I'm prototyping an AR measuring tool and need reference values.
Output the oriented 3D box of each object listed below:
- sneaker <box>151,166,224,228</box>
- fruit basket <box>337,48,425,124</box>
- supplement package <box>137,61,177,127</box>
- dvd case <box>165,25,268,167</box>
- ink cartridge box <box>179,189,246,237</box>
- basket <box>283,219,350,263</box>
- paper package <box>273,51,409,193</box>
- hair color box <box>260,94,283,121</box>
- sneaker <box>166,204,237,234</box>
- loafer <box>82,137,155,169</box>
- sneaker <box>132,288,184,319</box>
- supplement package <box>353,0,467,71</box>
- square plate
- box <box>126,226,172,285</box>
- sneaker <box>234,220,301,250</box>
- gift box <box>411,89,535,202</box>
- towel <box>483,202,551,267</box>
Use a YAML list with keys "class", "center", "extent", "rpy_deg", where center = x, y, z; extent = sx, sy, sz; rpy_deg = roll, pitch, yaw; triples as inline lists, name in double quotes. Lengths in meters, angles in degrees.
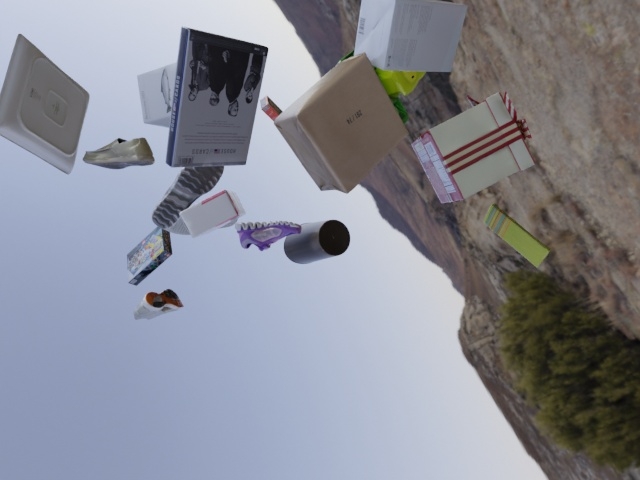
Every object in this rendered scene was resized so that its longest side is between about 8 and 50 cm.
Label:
- class: "sneaker"
  center: [-0.419, -0.166, 1.396]
  extent: [0.105, 0.281, 0.115]
  rpy_deg: [47, 178, -24]
- class: "fruit basket"
  center: [0.247, -0.609, 1.789]
  extent: [0.392, 0.392, 0.283]
  rpy_deg: [54, -135, -17]
- class: "supplement package"
  center: [-0.271, -0.303, 0.932]
  extent: [0.105, 0.180, 0.104]
  rpy_deg: [-14, -83, -65]
- class: "dvd case"
  center: [-0.192, -0.255, 0.842]
  extent: [0.030, 0.238, 0.179]
  rpy_deg: [32, -152, 32]
- class: "ink cartridge box"
  center: [-0.334, -0.086, 1.423]
  extent: [0.092, 0.159, 0.218]
  rpy_deg: [63, 179, -7]
- class: "basket"
  center: [0.000, 0.000, 1.639]
  extent: [0.227, 0.205, 0.154]
  rpy_deg: [-12, 100, 62]
- class: "paper package"
  center: [0.073, -0.361, 1.431]
  extent: [0.309, 0.325, 0.168]
  rpy_deg: [53, 161, -26]
- class: "hair color box"
  center: [-0.205, -0.569, 1.996]
  extent: [0.141, 0.043, 0.071]
  rpy_deg: [37, -149, -44]
- class: "sneaker"
  center: [-0.446, -0.098, 1.668]
  extent: [0.161, 0.283, 0.102]
  rpy_deg: [-110, 19, -62]
- class: "loafer"
  center: [-0.668, -0.292, 1.495]
  extent: [0.102, 0.269, 0.091]
  rpy_deg: [8, -97, -74]
- class: "sneaker"
  center: [-0.677, 0.273, 1.862]
  extent: [0.099, 0.121, 0.262]
  rpy_deg: [54, -172, 15]
- class: "supplement package"
  center: [0.277, -0.659, 1.424]
  extent: [0.198, 0.263, 0.199]
  rpy_deg: [-128, 38, -49]
- class: "square plate"
  center: [-0.923, -0.449, 1.533]
  extent: [0.344, 0.050, 0.346]
  rpy_deg: [61, -148, -72]
- class: "box"
  center: [-0.712, 0.058, 1.863]
  extent: [0.044, 0.233, 0.159]
  rpy_deg: [33, -153, -45]
- class: "sneaker"
  center: [-0.181, -0.015, 1.573]
  extent: [0.095, 0.237, 0.104]
  rpy_deg: [30, -123, -80]
- class: "gift box"
  center: [0.442, -0.282, 1.310]
  extent: [0.276, 0.258, 0.255]
  rpy_deg: [64, 179, -7]
- class: "towel"
  center: [0.647, -0.019, 1.492]
  extent: [0.237, 0.021, 0.102]
  rpy_deg: [49, 159, 28]
